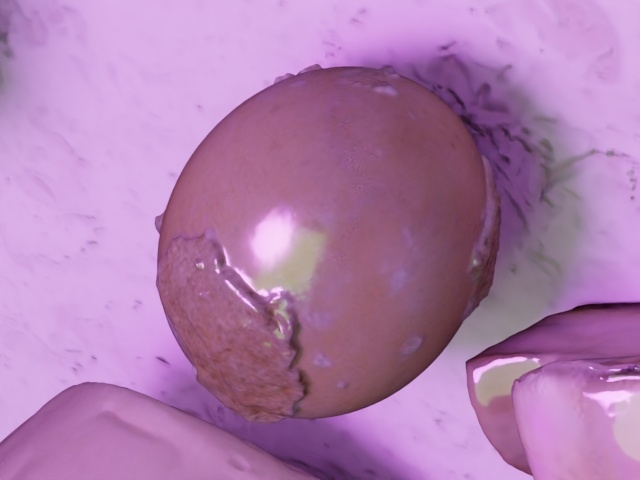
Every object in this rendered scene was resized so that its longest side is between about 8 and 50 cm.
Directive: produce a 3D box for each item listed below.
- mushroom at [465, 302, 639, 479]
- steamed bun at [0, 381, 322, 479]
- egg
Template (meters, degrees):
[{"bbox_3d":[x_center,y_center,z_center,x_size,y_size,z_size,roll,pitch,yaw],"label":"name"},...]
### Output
[{"bbox_3d":[0.163,0.121,0.836,0.236,0.162,0.173,-3,94,46],"label":"mushroom"},{"bbox_3d":[-0.066,0.323,1.068,0.456,0.371,0.290,40,145,8],"label":"steamed bun"},{"bbox_3d":[0.001,0.003,0.923,0.164,0.164,0.201,43,134,7],"label":"egg"}]
